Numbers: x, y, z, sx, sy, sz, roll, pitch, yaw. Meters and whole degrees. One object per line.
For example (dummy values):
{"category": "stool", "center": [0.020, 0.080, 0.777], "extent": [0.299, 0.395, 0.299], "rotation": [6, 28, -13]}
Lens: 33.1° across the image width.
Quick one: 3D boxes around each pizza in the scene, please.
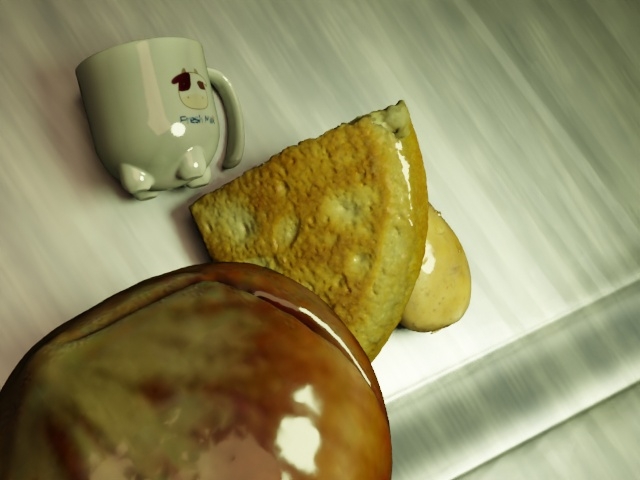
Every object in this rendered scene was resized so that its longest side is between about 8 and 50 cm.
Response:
{"category": "pizza", "center": [0.022, 0.026, 1.111], "extent": [0.087, 0.258, 0.268], "rotation": [-17, 85, -63]}

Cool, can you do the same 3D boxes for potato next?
{"category": "potato", "center": [0.099, 0.016, 1.178], "extent": [0.118, 0.109, 0.178], "rotation": [-21, 83, -44]}

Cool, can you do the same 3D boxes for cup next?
{"category": "cup", "center": [-0.166, -0.121, 1.137], "extent": [0.134, 0.173, 0.142], "rotation": [-16, 85, 13]}

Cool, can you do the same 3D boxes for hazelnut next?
{"category": "hazelnut", "center": [-0.116, 0.212, 0.936], "extent": [0.359, 0.359, 0.409], "rotation": [30, 75, -9]}
